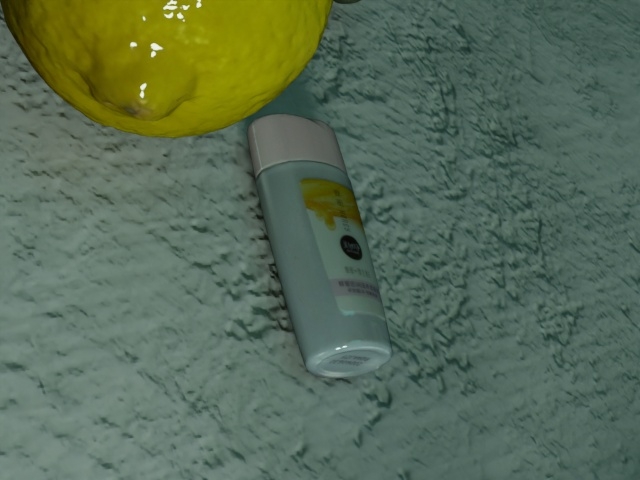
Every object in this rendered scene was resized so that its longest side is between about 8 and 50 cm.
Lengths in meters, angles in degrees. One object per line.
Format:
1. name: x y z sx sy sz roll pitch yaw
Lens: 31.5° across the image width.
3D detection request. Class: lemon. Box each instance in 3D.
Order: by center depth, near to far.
1. lemon: -0.098 -0.192 0.746 0.233 0.233 0.288 27 45 -28

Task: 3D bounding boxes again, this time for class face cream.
1. face cream: 0.000 0.000 0.831 0.084 0.057 0.198 10 55 -41

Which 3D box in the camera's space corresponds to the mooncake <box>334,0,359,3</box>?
1. mooncake: -0.010 -0.332 0.961 0.275 0.135 0.275 53 10 -14
